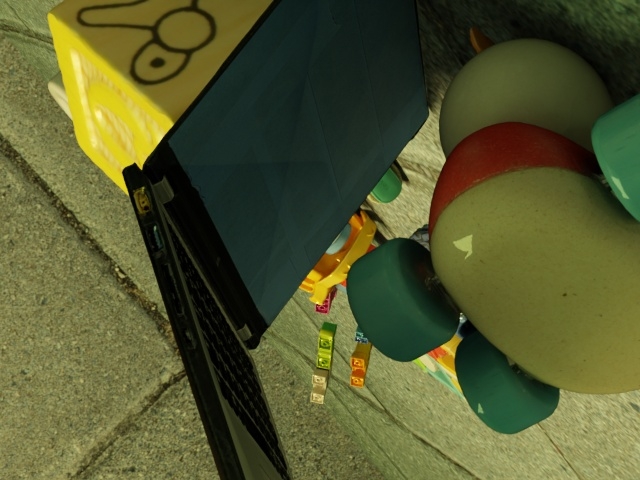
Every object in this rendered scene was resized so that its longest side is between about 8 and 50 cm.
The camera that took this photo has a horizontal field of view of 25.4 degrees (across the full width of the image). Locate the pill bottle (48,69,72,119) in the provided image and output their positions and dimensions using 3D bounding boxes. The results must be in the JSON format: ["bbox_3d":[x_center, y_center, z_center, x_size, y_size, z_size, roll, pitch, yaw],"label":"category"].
[{"bbox_3d":[-0.200,-0.199,1.590,0.108,0.193,0.108,44,170,10],"label":"pill bottle"}]

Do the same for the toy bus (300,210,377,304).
[{"bbox_3d":[0.000,0.000,1.740,0.211,0.149,0.220,33,166,4],"label":"toy bus"}]

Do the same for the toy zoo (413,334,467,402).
[{"bbox_3d":[0.166,0.154,1.926,0.293,0.030,0.192,36,165,48],"label":"toy zoo"}]

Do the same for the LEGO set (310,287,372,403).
[{"bbox_3d":[0.042,0.127,2.002,0.087,0.093,0.227,12,132,9],"label":"LEGO set"}]

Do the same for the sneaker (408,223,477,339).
[{"bbox_3d":[0.153,0.053,1.413,0.221,0.087,0.083,37,165,45],"label":"sneaker"}]

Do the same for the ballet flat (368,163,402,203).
[{"bbox_3d":[0.030,-0.097,1.437,0.052,0.057,0.168,51,176,45],"label":"ballet flat"}]

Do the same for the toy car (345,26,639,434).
[{"bbox_3d":[0.150,-0.040,0.909,0.210,0.219,0.238,36,-144,-35],"label":"toy car"}]

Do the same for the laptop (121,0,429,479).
[{"bbox_3d":[0.029,0.035,0.997,0.382,0.236,0.408,70,179,-68],"label":"laptop"}]

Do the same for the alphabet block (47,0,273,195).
[{"bbox_3d":[-0.101,-0.142,1.278,0.192,0.197,0.193,42,155,29],"label":"alphabet block"}]
